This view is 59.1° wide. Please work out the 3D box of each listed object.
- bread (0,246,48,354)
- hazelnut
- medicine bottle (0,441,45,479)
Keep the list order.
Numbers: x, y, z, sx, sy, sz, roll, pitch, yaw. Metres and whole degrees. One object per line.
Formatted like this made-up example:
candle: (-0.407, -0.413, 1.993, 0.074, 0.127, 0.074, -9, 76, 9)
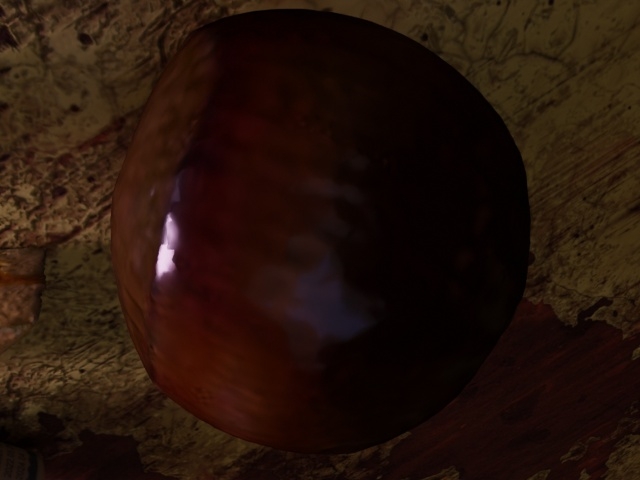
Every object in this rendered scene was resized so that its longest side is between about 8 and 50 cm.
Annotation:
bread: (-0.436, 0.071, 0.569, 0.264, 0.168, 0.163, -38, 127, 2)
hazelnut: (0.000, 0.000, 0.551, 0.420, 0.353, 0.421, 0, 88, 8)
medicine bottle: (-0.496, 0.310, 0.723, 0.139, 0.139, 0.237, -42, 126, 10)
